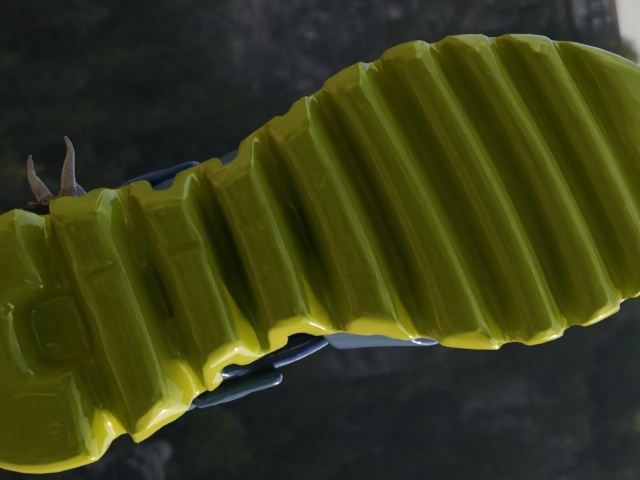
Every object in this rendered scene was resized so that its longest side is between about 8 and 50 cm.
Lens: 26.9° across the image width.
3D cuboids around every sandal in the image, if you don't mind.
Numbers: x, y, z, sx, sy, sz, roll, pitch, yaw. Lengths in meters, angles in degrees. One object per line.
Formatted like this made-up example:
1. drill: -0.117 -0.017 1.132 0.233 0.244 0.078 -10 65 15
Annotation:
1. sandal: 0.000 0.000 0.555 0.138 0.317 0.126 6 70 -86

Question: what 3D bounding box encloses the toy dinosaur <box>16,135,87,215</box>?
1. toy dinosaur: -0.150 0.037 0.988 0.313 0.121 0.160 19 -38 57
